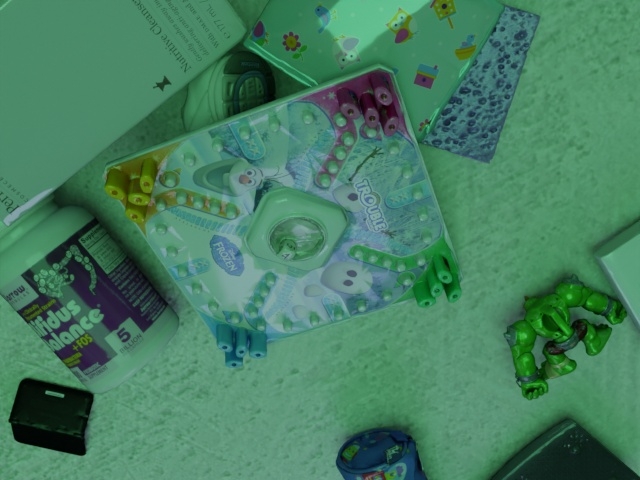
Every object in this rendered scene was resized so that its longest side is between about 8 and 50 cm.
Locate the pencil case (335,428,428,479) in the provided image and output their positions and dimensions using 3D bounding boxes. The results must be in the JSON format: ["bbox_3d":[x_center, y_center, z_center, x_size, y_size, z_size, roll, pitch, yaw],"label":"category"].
[{"bbox_3d":[0.137,0.441,1.194,0.133,0.119,0.306,-24,105,-2],"label":"pencil case"}]

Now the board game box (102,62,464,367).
[{"bbox_3d":[-0.032,-0.003,1.013,0.389,0.050,0.390,-18,129,10],"label":"board game box"}]

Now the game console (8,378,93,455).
[{"bbox_3d":[-0.439,0.292,1.227,0.122,0.071,0.107,13,78,-2],"label":"game console"}]

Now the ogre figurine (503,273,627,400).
[{"bbox_3d":[0.353,0.132,1.100,0.197,0.097,0.118,-34,109,16],"label":"ogre figurine"}]

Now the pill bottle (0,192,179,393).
[{"bbox_3d":[-0.357,0.058,1.069,0.169,0.169,0.302,-36,103,12],"label":"pill bottle"}]

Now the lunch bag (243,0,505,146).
[{"bbox_3d":[0.074,-0.270,0.956,0.262,0.160,0.223,32,105,-2],"label":"lunch bag"}]

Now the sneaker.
[{"bbox_3d":[-0.132,-0.130,1.042,0.129,0.111,0.297,29,128,34],"label":"sneaker"}]

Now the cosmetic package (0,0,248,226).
[{"bbox_3d":[-0.313,-0.229,0.901,0.385,0.156,0.217,-42,132,-2],"label":"cosmetic package"}]

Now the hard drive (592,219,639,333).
[{"bbox_3d":[0.561,0.088,1.093,0.203,0.040,0.308,-34,104,3],"label":"hard drive"}]

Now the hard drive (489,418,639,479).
[{"bbox_3d":[0.366,0.412,1.208,0.172,0.054,0.255,40,105,-10],"label":"hard drive"}]

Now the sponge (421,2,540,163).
[{"bbox_3d":[0.212,-0.222,1.029,0.117,0.031,0.210,15,108,-2],"label":"sponge"}]
